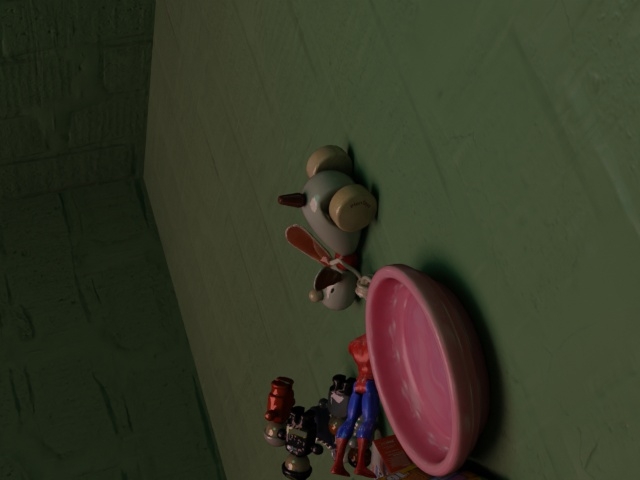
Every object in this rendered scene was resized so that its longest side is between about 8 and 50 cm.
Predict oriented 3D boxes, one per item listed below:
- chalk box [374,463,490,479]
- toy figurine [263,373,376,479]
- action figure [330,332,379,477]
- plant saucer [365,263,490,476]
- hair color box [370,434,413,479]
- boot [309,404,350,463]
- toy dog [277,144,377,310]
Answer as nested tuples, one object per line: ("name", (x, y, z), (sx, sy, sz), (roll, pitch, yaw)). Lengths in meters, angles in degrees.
("chalk box", (0.183, 0.459, 1.521), (0.289, 0.179, 0.180), (180, 72, -71))
("toy figurine", (0.000, 0.371, 2.010), (0.213, 0.209, 0.148), (-140, 53, -63))
("action figure", (0.099, 0.277, 1.776), (0.091, 0.139, 0.280), (-7, 67, 39))
("plant saucer", (0.168, 0.193, 1.572), (0.332, 0.084, 0.332), (167, 90, -72))
("hair color box", (0.147, 0.452, 1.866), (0.167, 0.053, 0.093), (-124, 28, -48))
("boot", (0.015, 0.420, 2.204), (0.069, 0.086, 0.190), (-125, 28, -51))
("toy dog", (0.000, 0.000, 1.841), (0.220, 0.160, 0.334), (-141, 42, -64))
